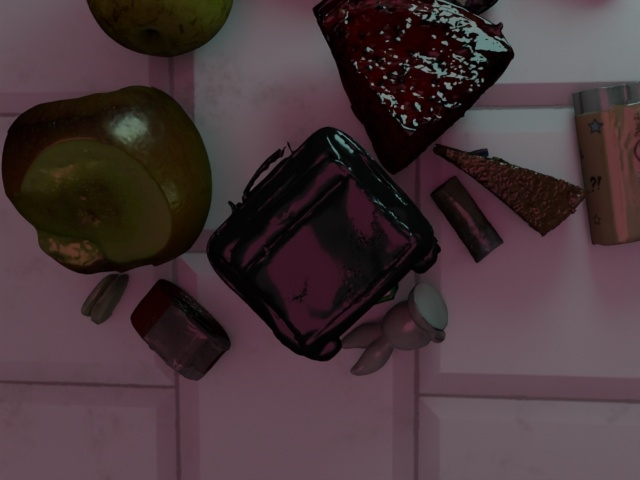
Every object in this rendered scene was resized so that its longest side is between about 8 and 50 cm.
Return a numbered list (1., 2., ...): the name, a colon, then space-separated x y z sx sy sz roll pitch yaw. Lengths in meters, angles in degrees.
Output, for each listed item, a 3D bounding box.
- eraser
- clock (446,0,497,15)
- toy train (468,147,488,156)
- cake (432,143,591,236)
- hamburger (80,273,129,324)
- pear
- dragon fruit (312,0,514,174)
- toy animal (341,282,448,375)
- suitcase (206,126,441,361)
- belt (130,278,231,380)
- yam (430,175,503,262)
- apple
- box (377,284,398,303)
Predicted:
1. eraser: 0.577 -0.145 1.536 0.171 0.087 0.291 -9 94 6
2. clock: 0.230 -0.496 1.549 0.194 0.100 0.196 -31 88 13
3. toy train: 0.285 -0.163 1.607 0.083 0.017 0.017 -13 100 9
4. cake: 0.340 -0.104 1.545 0.295 0.116 0.113 25 97 -2
5. hamburger: -0.446 0.116 1.694 0.054 0.084 0.121 39 97 5
6. pear: -0.298 -0.485 1.543 0.283 0.283 0.284 1 95 8
7. dragon fruit: 0.155 -0.336 1.557 0.286 0.228 0.329 -40 76 -7
8. toy animal: 0.151 0.183 1.621 0.220 0.130 0.104 -39 59 32
9. suitcase: 0.000 0.000 1.485 0.345 0.188 0.339 -44 84 10
10. belt: -0.286 0.186 1.656 0.201 0.128 0.124 42 99 6
11. yam: 0.283 -0.041 1.592 0.068 0.068 0.169 -35 91 9
12. apple: -0.390 -0.102 1.523 0.374 0.384 0.374 16 116 36
13. box: 0.042 0.018 1.613 0.180 0.103 0.250 -14 94 9
